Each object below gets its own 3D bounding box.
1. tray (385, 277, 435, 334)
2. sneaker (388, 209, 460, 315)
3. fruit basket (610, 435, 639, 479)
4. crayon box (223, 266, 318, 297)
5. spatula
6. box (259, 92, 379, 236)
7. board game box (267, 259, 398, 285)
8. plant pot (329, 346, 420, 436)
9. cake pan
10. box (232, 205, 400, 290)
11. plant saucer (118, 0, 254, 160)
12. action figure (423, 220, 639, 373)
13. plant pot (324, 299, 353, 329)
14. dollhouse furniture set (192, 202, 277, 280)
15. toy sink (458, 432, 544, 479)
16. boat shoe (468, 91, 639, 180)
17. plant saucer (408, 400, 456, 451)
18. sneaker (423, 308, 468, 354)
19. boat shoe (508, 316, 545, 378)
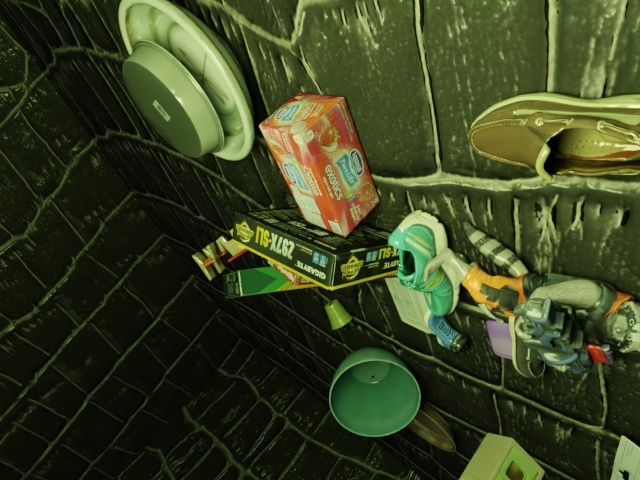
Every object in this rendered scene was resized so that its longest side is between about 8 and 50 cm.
[{"bbox_3d":[0.226,0.147,1.211,0.145,0.030,0.270,22,149,43],"label":"tray"},{"bbox_3d":[0.206,0.061,0.981,0.107,0.110,0.275,35,158,52],"label":"sneaker"},{"bbox_3d":[0.759,0.564,0.934,0.353,0.165,0.327,43,163,47],"label":"fruit basket"},{"bbox_3d":[-0.132,0.124,1.525,0.202,0.318,0.081,-18,77,64],"label":"crayon box"},{"bbox_3d":[0.347,0.139,0.993,0.084,0.030,0.296,3,134,56],"label":"spatula"},{"bbox_3d":[0.005,-0.149,0.947,0.128,0.122,0.257,23,149,43],"label":"box"},{"bbox_3d":[0.036,0.055,1.072,0.145,0.281,0.027,33,120,55],"label":"board game box"},{"bbox_3d":[0.175,0.474,1.602,0.290,0.290,0.195,50,-167,-13],"label":"plant pot"},{"bbox_3d":[-0.342,-0.308,1.088,0.293,0.054,0.293,36,155,19],"label":"cake pan"},{"bbox_3d":[0.000,0.000,1.055,0.322,0.257,0.080,22,110,40],"label":"box"},{"bbox_3d":[-0.272,-0.368,1.064,0.400,0.100,0.400,36,157,18],"label":"plant saucer"},{"bbox_3d":[0.337,0.079,0.737,0.330,0.179,0.341,21,168,33],"label":"action figure"},{"bbox_3d":[0.055,0.245,1.614,0.079,0.083,0.083,60,155,-5],"label":"plant pot"},{"bbox_3d":[-0.209,0.011,1.442,0.135,0.262,0.259,57,-165,-6],"label":"dollhouse furniture set"},{"bbox_3d":[0.535,0.731,1.432,0.153,0.234,0.131,46,158,-3],"label":"toy sink"},{"bbox_3d":[0.280,-0.121,0.574,0.257,0.095,0.095,10,140,54],"label":"boat shoe"},{"bbox_3d":[0.392,0.685,1.829,0.310,0.050,0.311,36,157,18],"label":"plant saucer"},{"bbox_3d":[0.311,0.223,1.155,0.084,0.058,0.152,26,156,49],"label":"sneaker"},{"bbox_3d":[0.421,0.209,0.933,0.065,0.075,0.206,20,143,50],"label":"boat shoe"}]
